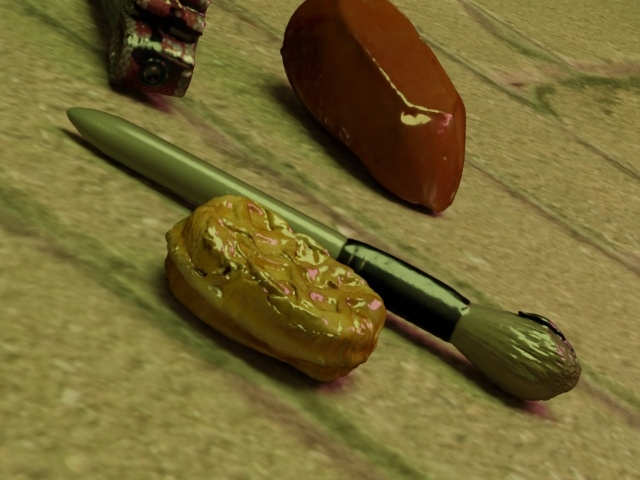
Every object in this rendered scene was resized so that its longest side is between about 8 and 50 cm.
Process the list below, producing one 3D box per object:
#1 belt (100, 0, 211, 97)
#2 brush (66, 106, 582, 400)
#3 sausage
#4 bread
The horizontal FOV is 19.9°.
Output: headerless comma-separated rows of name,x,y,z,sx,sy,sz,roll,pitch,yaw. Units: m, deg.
belt,-0.110,-0.159,1.139,0.053,0.071,0.232,28,18,-23
brush,0.000,0.000,0.936,0.299,0.039,0.042,30,-24,5
sausage,0.035,-0.095,1.163,0.089,0.089,0.179,7,38,-47
bread,-0.022,0.023,0.840,0.111,0.044,0.083,35,21,11
